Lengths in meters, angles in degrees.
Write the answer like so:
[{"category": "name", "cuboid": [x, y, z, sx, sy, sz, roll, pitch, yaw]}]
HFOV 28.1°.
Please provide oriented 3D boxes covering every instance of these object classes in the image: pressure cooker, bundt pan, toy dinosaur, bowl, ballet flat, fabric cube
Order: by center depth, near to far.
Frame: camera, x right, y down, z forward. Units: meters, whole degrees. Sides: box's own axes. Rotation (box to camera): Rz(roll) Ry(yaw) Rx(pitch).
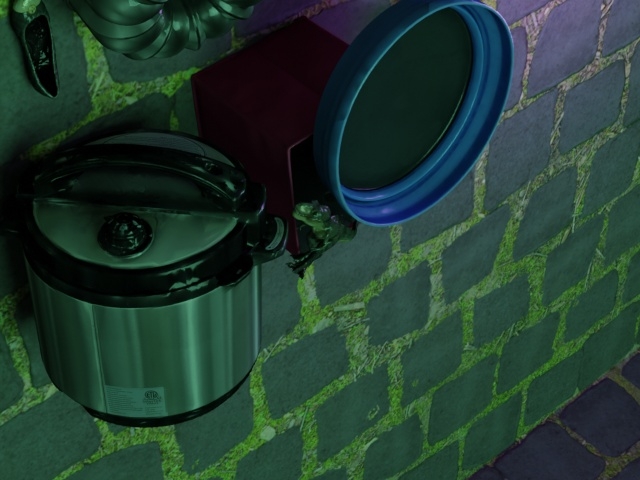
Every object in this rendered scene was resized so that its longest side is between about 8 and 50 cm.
[{"category": "bundt pan", "cuboid": [-0.194, -0.367, 1.783, 0.330, 0.124, 0.331, -27, 165, -8]}, {"category": "ballet flat", "cuboid": [-0.396, -0.279, 1.814, 0.057, 0.049, 0.173, -34, 141, -26]}, {"category": "pressure cooker", "cuboid": [-0.262, 0.030, 1.957, 0.369, 0.375, 0.421, -27, 138, -27]}, {"category": "toy dinosaur", "cuboid": [0.000, 0.000, 2.018, 0.118, 0.064, 0.268, -48, 164, 8]}, {"category": "bowl", "cuboid": [0.146, -0.210, 2.018, 0.391, 0.077, 0.391, -30, 139, -29]}, {"category": "fabric cube", "cuboid": [-0.028, -0.175, 2.141, 0.259, 0.258, 0.254, -33, 140, -25]}]
